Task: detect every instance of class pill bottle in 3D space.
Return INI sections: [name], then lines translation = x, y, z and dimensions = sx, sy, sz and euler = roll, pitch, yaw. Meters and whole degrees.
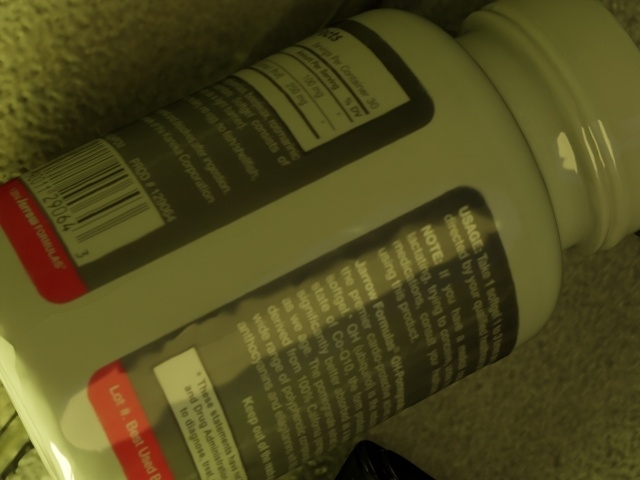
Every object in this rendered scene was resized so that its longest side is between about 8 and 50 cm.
[pill bottle]
translation = 0.000, 0.000, 0.830
dimensions = 0.318, 0.176, 0.176
euler = -27, 121, -12

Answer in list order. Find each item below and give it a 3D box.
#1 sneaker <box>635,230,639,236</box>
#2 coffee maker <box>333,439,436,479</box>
[sneaker]
translation = 0.306, 0.019, 1.011
dimensions = 0.286, 0.130, 0.109
euler = 16, 103, -31
[coffee maker]
translation = 0.004, 0.203, 0.956
dimensions = 0.171, 0.120, 0.178
euler = 31, 96, -32
